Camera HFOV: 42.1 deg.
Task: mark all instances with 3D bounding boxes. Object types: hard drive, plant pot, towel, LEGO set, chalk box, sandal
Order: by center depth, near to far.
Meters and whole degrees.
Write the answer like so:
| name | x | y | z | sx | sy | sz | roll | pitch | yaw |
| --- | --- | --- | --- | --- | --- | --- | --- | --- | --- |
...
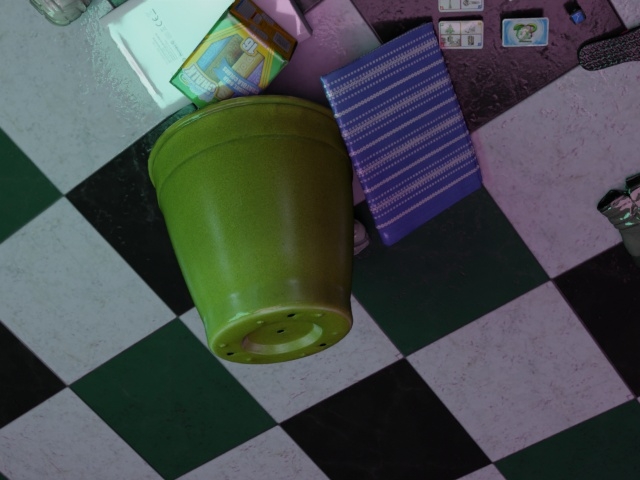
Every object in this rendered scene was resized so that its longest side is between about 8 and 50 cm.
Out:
| name | x | y | z | sx | sy | sz | roll | pitch | yaw |
| --- | --- | --- | --- | --- | --- | --- | --- | --- | --- |
| LEGO set | 0.321 | -0.418 | 1.395 | 0.244 | 0.060 | 0.182 | 2 | 124 | 14 |
| plant pot | -0.093 | 0.009 | 1.408 | 0.366 | 0.353 | 0.366 | -9 | 153 | -5 |
| sandal | 0.531 | -0.332 | 1.412 | 0.179 | 0.040 | 0.067 | -6 | 113 | 27 |
| chalk box | -0.161 | -0.289 | 1.418 | 0.132 | 0.132 | 0.213 | 40 | 115 | -15 |
| towel | 0.150 | -0.184 | 1.464 | 0.243 | 0.040 | 0.336 | -32 | 115 | -20 |
| hard drive | -0.203 | -0.381 | 1.472 | 0.318 | 0.040 | 0.210 | -25 | 113 | 19 |

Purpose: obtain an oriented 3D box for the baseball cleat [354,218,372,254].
| name | x | y | z | sx | sy | sz | roll | pitch | yaw |
| --- | --- | --- | --- | --- | --- | --- | --- | --- | --- |
| baseball cleat | 0.000 | 0.000 | 1.637 | 0.205 | 0.072 | 0.109 | 3 | 154 | 28 |

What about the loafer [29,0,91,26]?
| name | x | y | z | sx | sy | sz | roll | pitch | yaw |
| --- | --- | --- | --- | --- | --- | --- | --- | --- | --- |
| loafer | -0.518 | -0.513 | 1.416 | 0.111 | 0.112 | 0.319 | -46 | 107 | -11 |

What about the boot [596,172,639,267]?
| name | x | y | z | sx | sy | sz | roll | pitch | yaw |
| --- | --- | --- | --- | --- | --- | --- | --- | --- | --- |
| boot | 0.648 | -0.066 | 1.518 | 0.246 | 0.083 | 0.161 | -30 | 105 | 19 |
